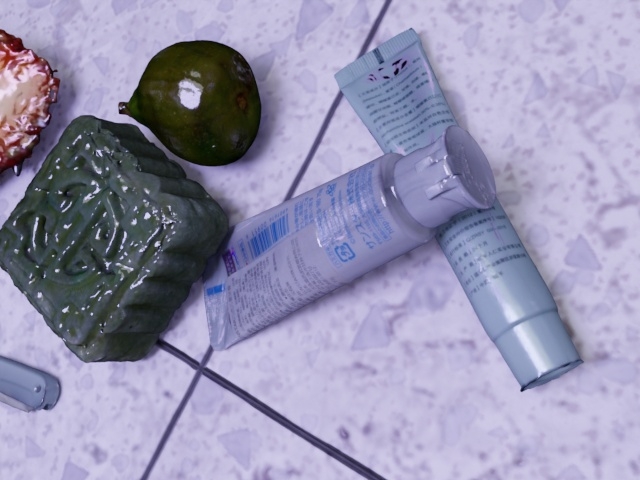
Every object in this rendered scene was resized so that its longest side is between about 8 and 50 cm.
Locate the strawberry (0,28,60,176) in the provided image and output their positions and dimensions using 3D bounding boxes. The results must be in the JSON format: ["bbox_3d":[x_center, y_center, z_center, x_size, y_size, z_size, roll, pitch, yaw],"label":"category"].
[{"bbox_3d":[-0.434,-0.131,0.802,0.306,0.138,0.233,0,96,-4],"label":"strawberry"}]

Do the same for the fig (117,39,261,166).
[{"bbox_3d":[-0.133,-0.136,0.690,0.177,0.117,0.117,14,81,46],"label":"fig"}]

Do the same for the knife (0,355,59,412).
[{"bbox_3d":[-0.337,0.141,0.733,0.162,0.023,0.044,12,85,23],"label":"knife"}]

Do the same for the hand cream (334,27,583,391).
[{"bbox_3d":[0.108,-0.039,0.584,0.085,0.058,0.331,-30,68,14],"label":"hand cream"}]

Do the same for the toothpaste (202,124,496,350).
[{"bbox_3d":[0.000,0.000,0.591,0.299,0.073,0.114,-26,67,37],"label":"toothpaste"}]

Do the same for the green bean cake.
[{"bbox_3d":[-0.200,-0.003,0.665,0.183,0.094,0.185,42,102,25],"label":"green bean cake"}]
